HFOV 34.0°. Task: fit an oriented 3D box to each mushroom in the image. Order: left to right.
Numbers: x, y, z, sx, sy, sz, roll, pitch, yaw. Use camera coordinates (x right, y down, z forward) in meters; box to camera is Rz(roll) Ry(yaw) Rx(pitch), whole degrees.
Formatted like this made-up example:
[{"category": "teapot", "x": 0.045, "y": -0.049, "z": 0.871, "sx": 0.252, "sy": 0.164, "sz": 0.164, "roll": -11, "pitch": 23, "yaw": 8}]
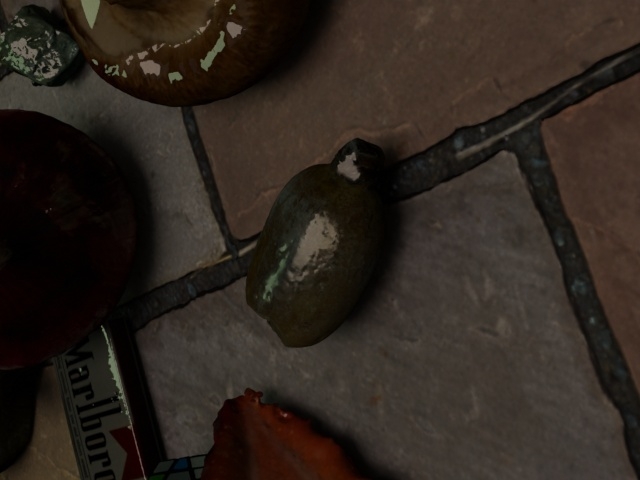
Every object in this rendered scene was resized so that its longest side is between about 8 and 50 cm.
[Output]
[{"category": "mushroom", "x": -0.153, "y": -0.242, "z": 0.927, "sx": 0.267, "sy": 0.254, "sz": 0.267, "roll": 173, "pitch": 90, "yaw": -66}]

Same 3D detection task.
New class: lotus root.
[{"category": "lotus root", "x": 0.000, "y": 0.000, "z": 0.890, "sx": 0.113, "sy": 0.088, "sz": 0.192, "roll": 45, "pitch": 120, "yaw": 34}]

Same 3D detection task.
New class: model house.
[{"category": "model house", "x": -0.298, "y": -0.201, "z": 1.136, "sx": 0.083, "sy": 0.066, "sz": 0.079, "roll": 36, "pitch": 107, "yaw": 11}]

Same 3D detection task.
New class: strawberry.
[{"category": "strawberry", "x": -0.044, "y": 0.247, "z": 0.918, "sx": 0.228, "sy": 0.174, "sz": 0.098, "roll": 40, "pitch": 150, "yaw": 37}]

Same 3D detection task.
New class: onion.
[{"category": "onion", "x": -0.325, "y": -0.004, "z": 1.036, "sx": 0.272, "sy": 0.195, "sz": 0.272, "roll": 0, "pitch": 87, "yaw": 1}]

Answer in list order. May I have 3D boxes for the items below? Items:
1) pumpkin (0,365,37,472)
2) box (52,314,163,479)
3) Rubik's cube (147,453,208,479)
[{"category": "pumpkin", "x": -0.423, "y": 0.159, "z": 1.220, "sx": 0.222, "sy": 0.139, "sz": 0.317, "roll": 30, "pitch": 112, "yaw": 36}, {"category": "box", "x": -0.232, "y": 0.180, "z": 1.131, "sx": 0.115, "sy": 0.036, "sz": 0.177, "roll": -21, "pitch": 82, "yaw": 38}, {"category": "Rubik's cube", "x": -0.120, "y": 0.269, "z": 1.001, "sx": 0.133, "sy": 0.133, "sz": 0.112, "roll": -35, "pitch": 46, "yaw": 36}]
